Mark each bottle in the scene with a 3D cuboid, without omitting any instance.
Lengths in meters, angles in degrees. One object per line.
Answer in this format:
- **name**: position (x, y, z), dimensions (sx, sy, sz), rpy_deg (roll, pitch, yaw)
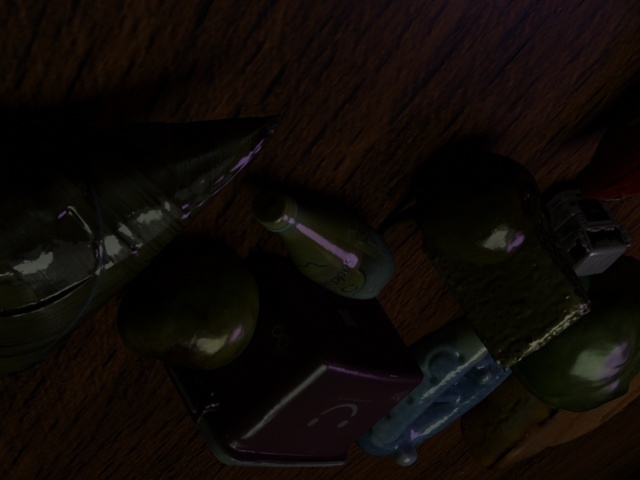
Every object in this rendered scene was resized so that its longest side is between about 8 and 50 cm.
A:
- **bottle**: position (0.000, 0.000, 1.374), dimensions (0.083, 0.083, 0.269), rpy_deg (-31, 156, 14)

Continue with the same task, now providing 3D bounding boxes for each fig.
- **fig**: position (0.132, -0.026, 1.469), dimensions (0.124, 0.124, 0.236), rpy_deg (-4, 174, -43)
- **fig**: position (-0.128, 0.074, 1.345), dimensions (0.136, 0.121, 0.153), rpy_deg (6, -166, 26)

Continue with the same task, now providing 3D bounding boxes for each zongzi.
- **zongzi**: position (-0.183, -0.001, 1.109), dimensions (0.300, 0.138, 0.286), rpy_deg (-20, 160, -18)

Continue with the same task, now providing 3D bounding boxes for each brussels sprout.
- **brussels sprout**: position (0.376, 0.120, 1.900), dimensions (0.271, 0.210, 0.219), rpy_deg (-25, 139, -32)

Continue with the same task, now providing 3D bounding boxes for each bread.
- **bread**: position (0.418, 0.239, 2.296), dimensions (0.328, 0.148, 0.337), rpy_deg (-15, 154, -34)
- **bread**: position (0.217, 0.037, 1.545), dimensions (0.138, 0.196, 0.102), rpy_deg (-43, 156, 27)

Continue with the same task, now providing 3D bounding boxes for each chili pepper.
- **chili pepper**: position (0.391, -0.125, 1.480), dimensions (0.252, 0.144, 0.136), rpy_deg (-23, 158, 37)

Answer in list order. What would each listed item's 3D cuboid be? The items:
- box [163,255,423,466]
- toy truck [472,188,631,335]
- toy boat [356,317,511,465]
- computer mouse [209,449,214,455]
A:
- **box**: position (-0.027, 0.136, 1.527), dimensions (0.167, 0.193, 0.294), rpy_deg (-42, 154, 18)
- **toy truck**: position (0.276, 0.040, 1.709), dimensions (0.101, 0.125, 0.242), rpy_deg (-4, 149, -41)
- **toy boat**: position (0.182, 0.240, 2.066), dimensions (0.330, 0.123, 0.215), rpy_deg (-38, 157, 26)
- **computer mouse**: position (-0.063, 0.222, 1.822), dimensions (0.217, 0.073, 0.122), rpy_deg (-21, 161, -28)
